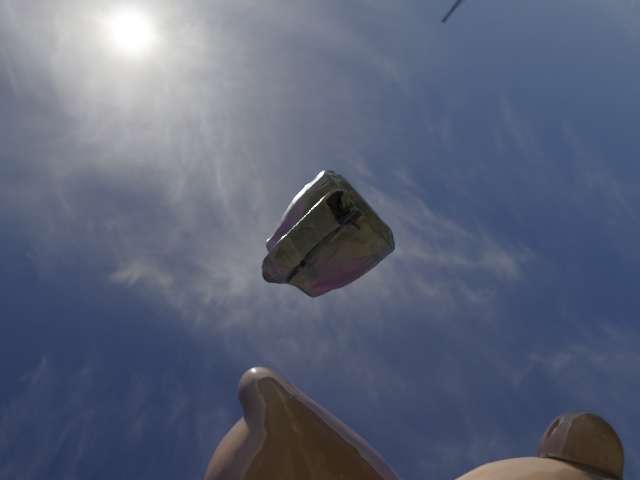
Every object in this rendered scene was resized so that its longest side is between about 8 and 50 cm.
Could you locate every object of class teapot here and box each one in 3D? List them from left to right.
[{"bbox_3d":[0.010,0.009,0.925,0.163,0.178,0.221,46,-173,-16],"label":"teapot"}]

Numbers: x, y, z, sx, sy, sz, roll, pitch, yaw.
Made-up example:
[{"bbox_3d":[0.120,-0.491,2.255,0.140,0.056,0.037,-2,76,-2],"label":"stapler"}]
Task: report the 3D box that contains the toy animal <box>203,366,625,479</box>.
[{"bbox_3d":[0.102,0.225,0.365,0.247,0.277,0.345,-33,-134,-9],"label":"toy animal"}]
